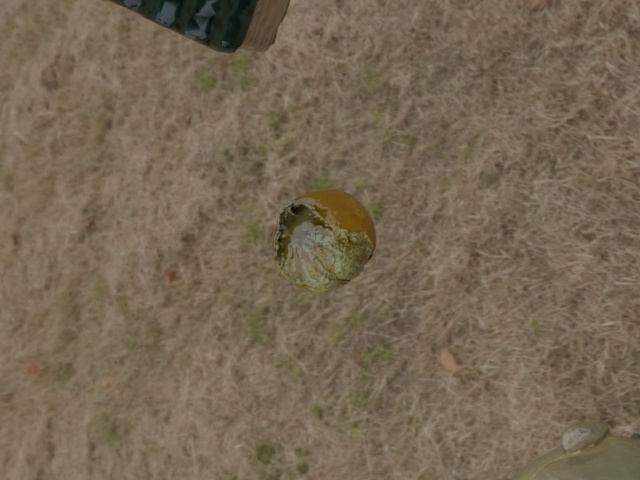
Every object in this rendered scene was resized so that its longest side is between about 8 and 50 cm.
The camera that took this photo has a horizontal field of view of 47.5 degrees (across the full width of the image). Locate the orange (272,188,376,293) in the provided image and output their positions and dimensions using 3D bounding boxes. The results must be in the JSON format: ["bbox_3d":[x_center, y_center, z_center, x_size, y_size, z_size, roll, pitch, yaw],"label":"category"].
[{"bbox_3d":[0.000,0.000,1.031,0.156,0.134,0.157,-32,41,33],"label":"orange"}]

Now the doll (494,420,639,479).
[{"bbox_3d":[0.320,0.347,0.686,0.247,0.247,0.350,-54,55,27],"label":"doll"}]

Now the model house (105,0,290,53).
[{"bbox_3d":[-0.138,-0.444,0.714,0.400,0.394,0.446,-85,19,-78],"label":"model house"}]
